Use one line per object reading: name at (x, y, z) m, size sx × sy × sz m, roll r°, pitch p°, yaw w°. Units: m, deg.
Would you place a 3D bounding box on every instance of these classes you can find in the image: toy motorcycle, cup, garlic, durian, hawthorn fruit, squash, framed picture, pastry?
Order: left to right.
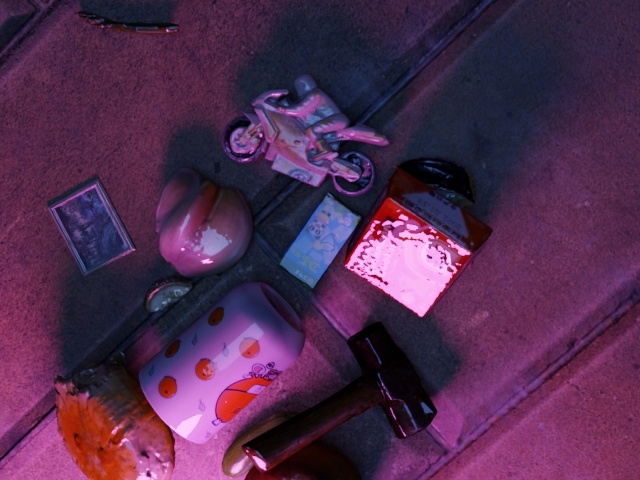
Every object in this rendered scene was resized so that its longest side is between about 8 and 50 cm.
framed picture at (-0.517, -0.028, 1.827) m, size 0.142 × 0.011 × 0.183 m, roll -27°, pitch 91°, yaw 8°
pastry at (-0.444, 0.416, 1.748) m, size 0.329 × 0.136 × 0.330 m, roll 21°, pitch 125°, yaw 34°
durian at (-0.346, 0.115, 1.798) m, size 0.130 × 0.052 × 0.066 m, roll -32°, pitch 93°, yaw 8°
garlic at (-0.258, -0.023, 1.750) m, size 0.217 × 0.110 × 0.228 m, roll 21°, pitch 97°, yaw 1°
cup at (-0.196, 0.242, 1.712) m, size 0.317 × 0.212 × 0.212 m, roll -43°, pitch 89°, yaw 7°
squash at (-0.133, 0.446, 1.793) m, size 0.219 × 0.068 × 0.077 m, roll -35°, pitch 73°, yaw 9°
hawthorn fruit at (-0.042, 0.553, 1.670) m, size 0.267 × 0.301 × 0.268 m, roll -1°, pitch 80°, yaw 8°
toy motorcycle at (-0.026, -0.230, 1.704) m, size 0.340 × 0.108 × 0.223 m, roll 20°, pitch 94°, yaw 6°
durian at (0.242, -0.103, 1.700) m, size 0.186 × 0.119 × 0.108 m, roll 18°, pitch 135°, yaw 16°

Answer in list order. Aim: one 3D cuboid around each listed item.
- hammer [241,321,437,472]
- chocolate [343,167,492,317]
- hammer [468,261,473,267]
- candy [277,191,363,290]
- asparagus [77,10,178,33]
hammer at (0.031, 0.348, 1.642) m, size 0.408 × 0.095 × 0.242 m, roll -25°, pitch 85°, yaw -30°
chocolate at (0.186, 0.015, 1.655) m, size 0.234 × 0.108 × 0.237 m, roll 35°, pitch 128°, yaw 3°
hammer at (0.283, 0.037, 1.721) m, size 0.083 × 0.043 × 0.043 m, roll 8°, pitch 96°, yaw 5°
candy at (0.000, 0.000, 1.741) m, size 0.097 × 0.062 × 0.194 m, roll 35°, pitch 98°, yaw 2°
asparagus at (-0.420, -0.471, 1.768) m, size 0.236 × 0.027 × 0.034 m, roll 9°, pitch 91°, yaw 7°
